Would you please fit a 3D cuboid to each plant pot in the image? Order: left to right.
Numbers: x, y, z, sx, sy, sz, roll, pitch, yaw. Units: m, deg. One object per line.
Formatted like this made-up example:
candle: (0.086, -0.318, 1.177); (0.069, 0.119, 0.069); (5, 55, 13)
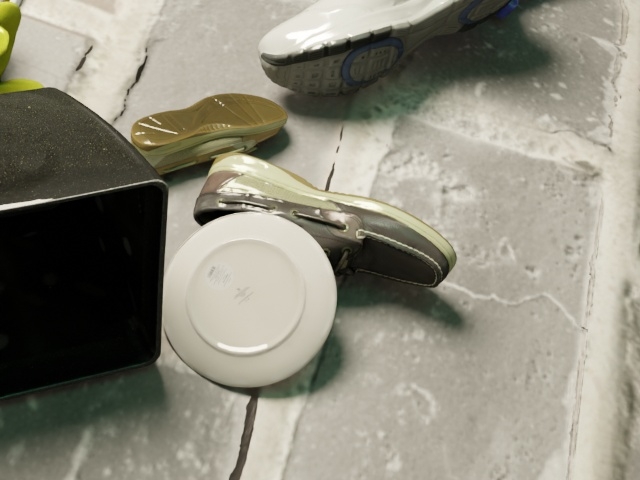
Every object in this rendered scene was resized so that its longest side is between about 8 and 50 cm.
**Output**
plant pot: (-0.231, -0.008, 0.814); (0.188, 0.187, 0.167); (-13, 47, -23)

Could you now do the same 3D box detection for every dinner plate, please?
dinner plate: (-0.058, 0.044, 0.876); (0.141, 0.017, 0.141); (-1, 76, 5)

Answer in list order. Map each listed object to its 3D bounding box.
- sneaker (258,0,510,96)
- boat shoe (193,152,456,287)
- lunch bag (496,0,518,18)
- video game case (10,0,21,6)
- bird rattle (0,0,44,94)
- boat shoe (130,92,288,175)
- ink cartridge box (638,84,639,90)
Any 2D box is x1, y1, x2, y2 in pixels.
sneaker: (0.060, -0.237, 1.068); (0.297, 0.111, 0.129); (-29, 77, -22)
boat shoe: (0.000, -0.001, 0.930); (0.224, 0.080, 0.073); (22, 58, 8)
lunch bag: (0.124, -0.362, 1.207); (0.221, 0.138, 0.293); (-24, 78, -26)
video game case: (-0.361, -0.196, 1.004); (0.143, 0.019, 0.157); (14, 53, -5)
bird rattle: (-0.352, -0.148, 0.918); (0.254, 0.143, 0.206); (0, 54, 2)
boat shoe: (-0.099, -0.092, 0.991); (0.153, 0.048, 0.056); (-20, 50, -34)
ink cartridge box: (0.419, -0.181, 1.180); (0.099, 0.056, 0.135); (40, 55, 15)
